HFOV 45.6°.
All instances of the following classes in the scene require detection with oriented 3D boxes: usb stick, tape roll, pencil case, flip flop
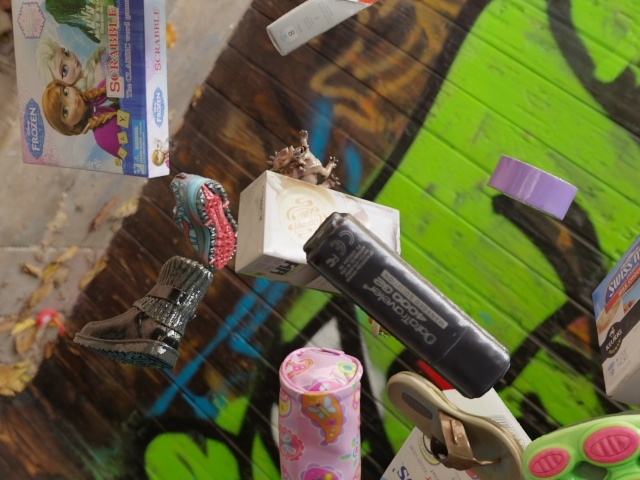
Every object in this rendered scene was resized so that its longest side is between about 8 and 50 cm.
[{"bbox_3d":[0.101,0.077,0.869,0.077,0.278,0.045,-48,-170,7],"label":"usb stick"},{"bbox_3d":[0.483,-0.121,1.741,0.189,0.189,0.080,6,110,-65],"label":"tape roll"},{"bbox_3d":[0.002,0.295,1.107,0.124,0.124,0.284,-30,127,-43],"label":"pencil case"},{"bbox_3d":[0.199,0.303,1.178,0.080,0.277,0.112,-24,135,-39],"label":"flip flop"}]

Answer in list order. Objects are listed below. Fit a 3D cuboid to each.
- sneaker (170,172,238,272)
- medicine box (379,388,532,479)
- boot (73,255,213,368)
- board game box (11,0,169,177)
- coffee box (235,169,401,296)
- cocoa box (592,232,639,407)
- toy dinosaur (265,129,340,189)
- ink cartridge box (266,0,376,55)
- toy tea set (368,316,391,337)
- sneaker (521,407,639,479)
[{"bbox_3d":[-0.254,-0.045,1.645,0.104,0.125,0.262,-42,144,-33],"label":"sneaker"},{"bbox_3d":[0.280,0.474,1.449,0.149,0.263,0.289,4,126,-34],"label":"medicine box"},{"bbox_3d":[-0.429,0.171,1.861,0.131,0.348,0.260,45,54,-47],"label":"boot"},{"bbox_3d":[-0.428,-0.289,1.411,0.066,0.318,0.319,-23,117,-60],"label":"board game box"},{"bbox_3d":[0.000,0.000,1.189,0.246,0.141,0.098,16,152,-28],"label":"coffee box"},{"bbox_3d":[0.624,0.135,1.129,0.228,0.347,0.231,-77,-174,-48],"label":"cocoa box"},{"bbox_3d":[-0.057,-0.158,2.035,0.200,0.127,0.296,-41,141,-39],"label":"toy dinosaur"},{"bbox_3d":[0.070,-0.619,1.925,0.385,0.091,0.308,-27,-164,20],"label":"ink cartridge box"},{"bbox_3d":[0.189,0.134,1.771,0.336,0.124,0.200,-78,177,-84],"label":"toy tea set"},{"bbox_3d":[0.483,0.239,0.899,0.482,0.185,0.202,-15,180,9],"label":"sneaker"}]
